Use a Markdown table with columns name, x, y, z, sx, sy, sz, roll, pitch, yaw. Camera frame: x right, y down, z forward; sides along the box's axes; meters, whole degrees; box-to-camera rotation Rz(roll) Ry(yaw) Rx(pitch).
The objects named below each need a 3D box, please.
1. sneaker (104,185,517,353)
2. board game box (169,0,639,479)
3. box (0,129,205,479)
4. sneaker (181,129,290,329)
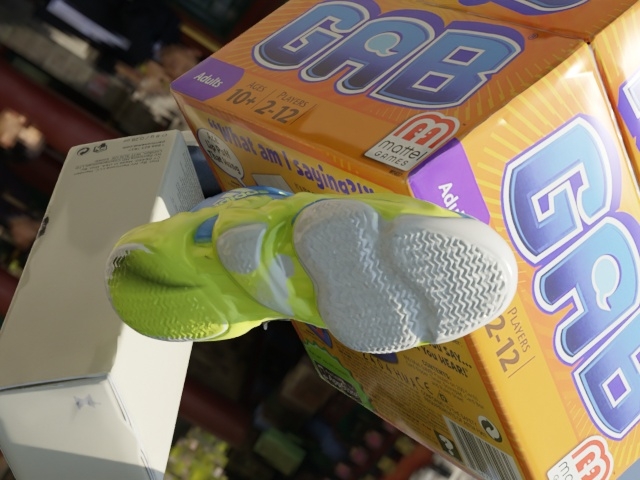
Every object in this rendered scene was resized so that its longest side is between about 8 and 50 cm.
| name | x | y | z | sx | sy | sz | roll | pitch | yaw |
| --- | --- | --- | --- | --- | --- | --- | --- | --- | --- |
| sneaker | 0.000 | 0.000 | 0.797 | 0.126 | 0.240 | 0.091 | -54 | 141 | -61 |
| board game box | 0.159 | -0.053 | 1.193 | 0.356 | 0.356 | 0.356 | -38 | -147 | -18 |
| box | -0.146 | 0.045 | 0.962 | 0.094 | 0.113 | 0.275 | -7 | -145 | 11 |
| sneaker | -0.063 | 0.013 | 1.652 | 0.131 | 0.350 | 0.148 | -18 | -140 | 50 |
